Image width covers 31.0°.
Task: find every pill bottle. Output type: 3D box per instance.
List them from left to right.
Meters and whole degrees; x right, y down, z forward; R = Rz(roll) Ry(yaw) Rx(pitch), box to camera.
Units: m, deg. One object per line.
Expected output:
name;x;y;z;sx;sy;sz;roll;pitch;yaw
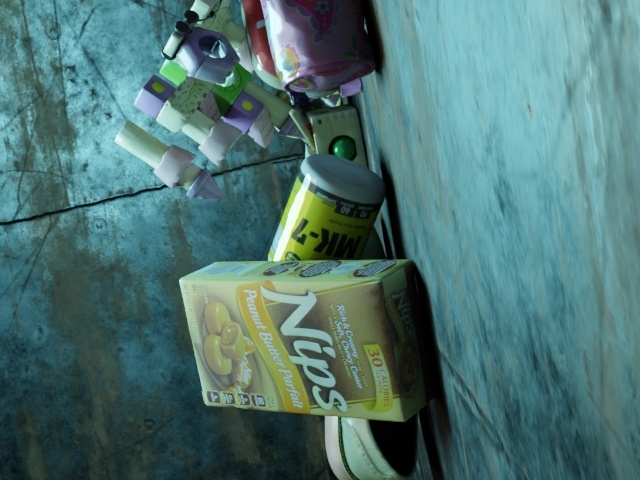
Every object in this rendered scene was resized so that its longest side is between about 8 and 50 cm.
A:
pill bottle;0.000;0.000;1.545;0.119;0.119;0.208;-106;34;-63

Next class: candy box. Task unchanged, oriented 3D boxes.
candy box;-0.021;0.122;1.468;0.087;0.316;0.182;-28;-68;-51

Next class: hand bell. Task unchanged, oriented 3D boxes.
hand bell;0.006;-0.176;2.044;0.242;0.126;0.126;58;-163;-59

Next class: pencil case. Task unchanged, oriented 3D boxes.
pencil case;-0.014;-0.314;1.384;0.124;0.124;0.284;100;157;-83

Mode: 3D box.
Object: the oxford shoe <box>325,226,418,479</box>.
oxford shoe;0.081;0.148;1.624;0.146;0.140;0.397;-15;82;58

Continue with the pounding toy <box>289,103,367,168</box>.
pounding toy;0.011;-0.148;1.739;0.141;0.100;0.130;-113;11;-78

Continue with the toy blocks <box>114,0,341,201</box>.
toy blocks;-0.116;-0.230;1.795;0.309;0.260;0.288;-50;8;49

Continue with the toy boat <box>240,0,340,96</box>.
toy boat;-0.022;-0.327;1.632;0.151;0.151;0.231;-53;41;44

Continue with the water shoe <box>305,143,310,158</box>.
water shoe;0.005;-0.198;2.213;0.080;0.073;0.203;46;158;43
